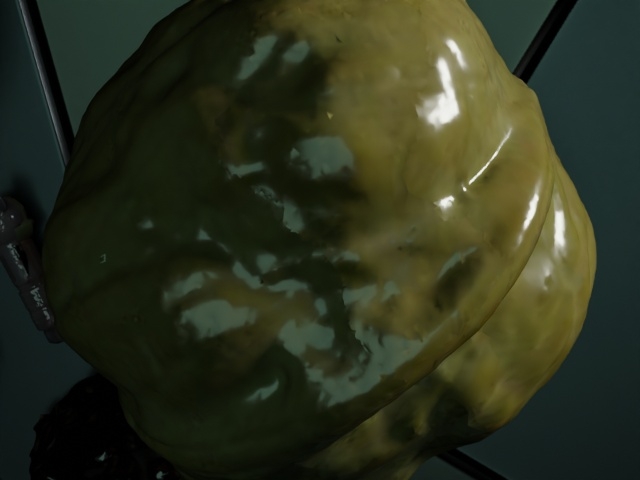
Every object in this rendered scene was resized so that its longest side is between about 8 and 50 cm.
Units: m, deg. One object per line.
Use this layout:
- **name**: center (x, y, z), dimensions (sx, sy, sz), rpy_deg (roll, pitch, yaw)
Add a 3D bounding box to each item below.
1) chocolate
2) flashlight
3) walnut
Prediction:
- **chocolate**: center (-0.118, 0.163, 0.827), dimensions (0.156, 0.133, 0.156), rpy_deg (1, 102, 3)
- **flashlight**: center (-0.185, 0.013, 0.856), dimensions (0.031, 0.052, 0.110), rpy_deg (-33, 105, -28)
- **walnut**: center (-0.001, -0.002, 0.730), dimensions (0.276, 0.253, 0.282), rpy_deg (-35, 97, 10)
